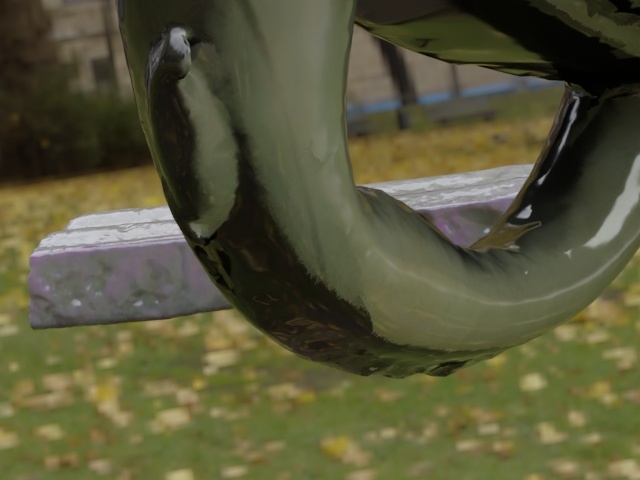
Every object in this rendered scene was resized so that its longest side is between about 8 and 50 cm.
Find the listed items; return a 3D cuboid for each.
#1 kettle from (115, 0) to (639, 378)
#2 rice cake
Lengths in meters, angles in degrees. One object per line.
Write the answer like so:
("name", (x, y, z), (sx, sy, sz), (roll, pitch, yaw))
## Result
("kettle", (0.046, -0.121, 0.518), (0.228, 0.321, 0.324), (13, 6, 31))
("rice cake", (-0.001, 0.000, 1.049), (0.298, 0.050, 0.106), (-7, 10, 6))
